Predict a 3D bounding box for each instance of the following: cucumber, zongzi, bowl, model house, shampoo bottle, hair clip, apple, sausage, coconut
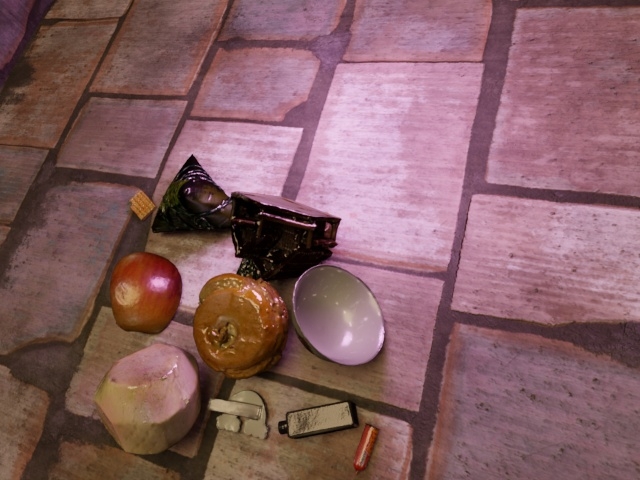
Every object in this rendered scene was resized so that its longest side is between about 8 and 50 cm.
[{"bbox_3d":[-0.210,-0.007,1.764,0.096,0.096,0.360,12,71,22],"label":"cucumber"},{"bbox_3d":[-0.488,-0.202,1.880,0.383,0.319,0.362,-3,66,37],"label":"zongzi"},{"bbox_3d":[0.025,0.259,1.504,0.157,0.337,0.337,-45,51,43],"label":"bowl"},{"bbox_3d":[-0.141,0.014,1.579,0.297,0.317,0.283,27,107,39],"label":"model house"},{"bbox_3d":[-0.011,0.554,1.458,0.246,0.080,0.079,-15,62,11],"label":"shampoo bottle"},{"bbox_3d":[-0.263,0.559,1.556,0.220,0.054,0.140,4,64,17],"label":"hair clip"},{"bbox_3d":[-0.671,0.180,1.815,0.179,0.254,0.346,-43,48,46],"label":"apple"},{"bbox_3d":[0.129,0.618,1.403,0.048,0.050,0.145,15,73,28],"label":"sausage"},{"bbox_3d":[-0.539,0.505,1.526,0.352,0.353,0.353,-7,65,15],"label":"coconut"}]

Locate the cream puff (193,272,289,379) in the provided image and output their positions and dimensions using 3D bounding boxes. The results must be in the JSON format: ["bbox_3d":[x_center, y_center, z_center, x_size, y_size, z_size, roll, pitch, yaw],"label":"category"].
[{"bbox_3d":[-0.255,0.275,1.561,0.327,0.231,0.343,-35,77,16],"label":"cream puff"}]

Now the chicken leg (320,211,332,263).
[{"bbox_3d":[-0.002,0.000,1.709,0.085,0.101,0.208,10,90,25],"label":"chicken leg"}]

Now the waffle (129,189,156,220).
[{"bbox_3d":[-0.774,-0.153,2.055,0.135,0.021,0.092,39,82,28],"label":"waffle"}]
